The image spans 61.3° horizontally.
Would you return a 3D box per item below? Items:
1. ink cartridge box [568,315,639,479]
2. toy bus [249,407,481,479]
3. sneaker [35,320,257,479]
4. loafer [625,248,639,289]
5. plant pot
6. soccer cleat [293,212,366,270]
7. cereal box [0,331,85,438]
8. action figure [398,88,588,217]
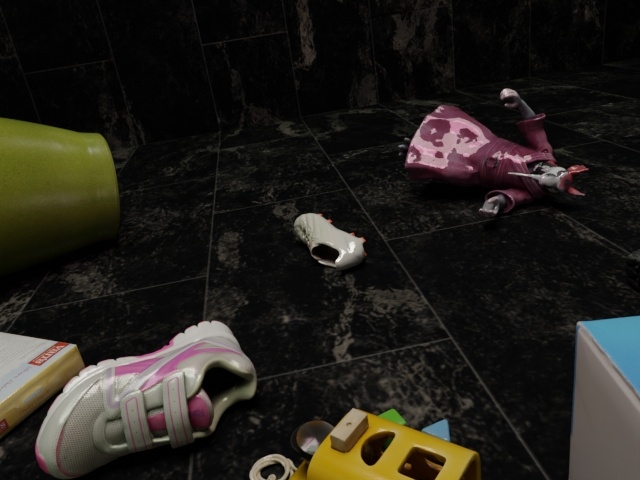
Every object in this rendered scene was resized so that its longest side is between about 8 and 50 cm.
[{"bbox_3d":[0.324,0.164,0.320,0.269,0.198,0.197,-8,23,4],"label":"ink cartridge box"},{"bbox_3d":[0.035,0.199,0.460,0.202,0.105,0.191,-11,24,-7],"label":"toy bus"},{"bbox_3d":[-0.175,0.175,0.592,0.252,0.103,0.111,-28,28,-35],"label":"sneaker"},{"bbox_3d":[0.477,0.057,0.658,0.078,0.076,0.223,-20,21,-5],"label":"loafer"},{"bbox_3d":[-0.620,-0.098,1.113,0.352,0.367,0.366,-10,21,-32],"label":"plant pot"},{"bbox_3d":[0.000,0.000,0.973,0.076,0.068,0.196,-27,32,-29],"label":"soccer cleat"},{"bbox_3d":[-0.469,0.192,0.725,0.240,0.048,0.173,3,27,25],"label":"cereal box"},{"bbox_3d":[0.356,-0.144,1.107,0.370,0.248,0.275,27,-3,35],"label":"action figure"}]
